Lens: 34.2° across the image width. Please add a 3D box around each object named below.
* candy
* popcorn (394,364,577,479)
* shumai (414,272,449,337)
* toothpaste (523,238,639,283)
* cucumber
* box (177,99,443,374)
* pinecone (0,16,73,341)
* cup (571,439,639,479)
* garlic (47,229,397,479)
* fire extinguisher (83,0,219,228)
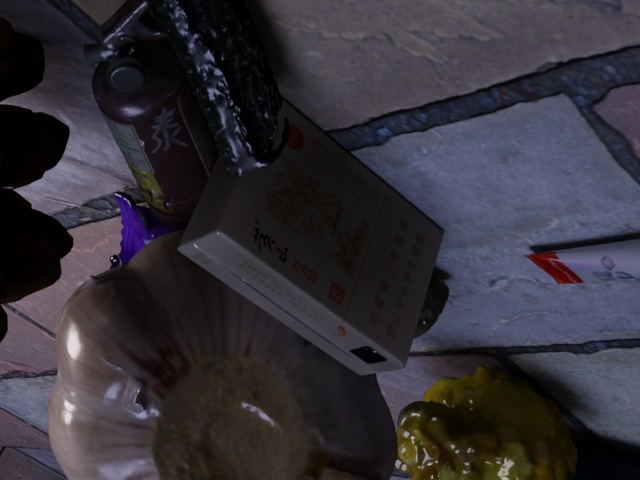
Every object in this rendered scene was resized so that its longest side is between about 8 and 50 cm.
[{"bbox_3d":[-0.095,0.035,1.056,0.275,0.070,0.145,19,144,10],"label":"candy"},{"bbox_3d":[0.168,0.229,1.074,0.197,0.155,0.198,25,131,33],"label":"popcorn"},{"bbox_3d":[0.065,0.042,0.940,0.083,0.082,0.080,-31,122,9],"label":"shumai"},{"bbox_3d":[0.239,0.014,0.791,0.048,0.031,0.190,34,155,-28],"label":"toothpaste"},{"bbox_3d":[-0.081,-0.152,0.686,0.067,0.067,0.245,8,142,28],"label":"cucumber"},{"bbox_3d":[0.000,0.000,0.829,0.201,0.141,0.058,36,146,-28],"label":"box"},{"bbox_3d":[-0.371,-0.069,0.750,0.397,0.398,0.398,18,153,10],"label":"pinecone"},{"bbox_3d":[0.314,0.296,1.162,0.138,0.113,0.150,14,151,21],"label":"cup"},{"bbox_3d":[-0.090,0.143,0.917,0.322,0.322,0.241,29,155,-13],"label":"garlic"},{"bbox_3d":[-0.119,-0.114,0.815,0.075,0.106,0.252,54,168,31],"label":"fire extinguisher"}]
